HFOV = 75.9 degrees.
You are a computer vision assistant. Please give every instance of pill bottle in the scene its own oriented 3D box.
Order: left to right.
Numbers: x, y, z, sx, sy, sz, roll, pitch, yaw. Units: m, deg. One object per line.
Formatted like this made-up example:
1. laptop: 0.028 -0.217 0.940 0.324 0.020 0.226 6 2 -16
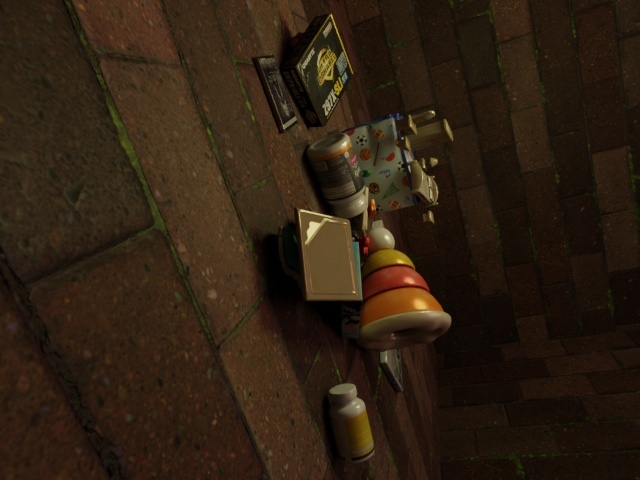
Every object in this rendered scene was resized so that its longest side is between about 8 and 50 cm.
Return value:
1. pill bottle: 0.067 -0.228 1.476 0.162 0.162 0.278 -75 147 -55
2. pill bottle: 0.079 0.493 1.114 0.103 0.103 0.184 -10 88 -72

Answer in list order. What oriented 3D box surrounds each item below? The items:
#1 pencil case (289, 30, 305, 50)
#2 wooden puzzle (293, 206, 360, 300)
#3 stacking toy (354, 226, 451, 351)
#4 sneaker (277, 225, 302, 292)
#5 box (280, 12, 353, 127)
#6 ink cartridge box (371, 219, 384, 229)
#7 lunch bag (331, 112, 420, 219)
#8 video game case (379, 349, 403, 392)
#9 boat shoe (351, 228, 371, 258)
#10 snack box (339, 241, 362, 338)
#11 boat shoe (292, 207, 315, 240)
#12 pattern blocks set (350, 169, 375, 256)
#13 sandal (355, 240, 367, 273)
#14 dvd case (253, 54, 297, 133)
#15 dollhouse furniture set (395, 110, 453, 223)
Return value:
1. pencil case: -0.043 -0.693 1.587 0.098 0.095 0.209 -106 171 -46
2. wooden puzzle: 0.015 0.042 1.023 0.238 0.044 0.221 12 67 -52
3. stacking toy: 0.264 0.151 1.562 0.350 0.350 0.480 46 30 -58
4. sneaker: -0.032 0.048 1.075 0.275 0.110 0.107 54 29 -48
5. box: -0.001 -0.620 1.508 0.322 0.079 0.257 -65 146 -28
6. ink cartridge box: 0.335 -0.033 2.308 0.099 0.056 0.135 -74 147 -54
7. lunch bag: 0.244 -0.325 1.797 0.386 0.327 0.239 71 24 -13
8. video game case: 0.335 0.511 1.974 0.329 0.036 0.300 -85 155 -45
9. boat shoe: 0.172 0.013 1.822 0.065 0.075 0.206 -40 133 -21
10. snack box: 0.089 0.164 1.275 0.322 0.060 0.187 86 3 -58
11. boat shoe: 0.000 0.000 1.270 0.112 0.095 0.335 46 0 26
12. pattern blocks set: 0.158 -0.123 1.640 0.285 0.026 0.325 -135 -131 -68
13. sandal: 0.164 0.095 1.683 0.219 0.060 0.090 -81 165 -48
14. dvd case: -0.133 -0.454 1.264 0.164 0.018 0.221 -68 140 -62
15. dollhouse furniture set: 0.440 -0.281 1.617 0.303 0.173 0.356 23 60 -57
